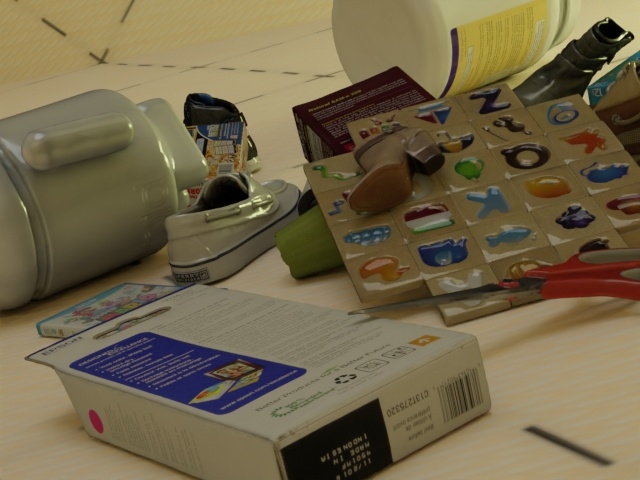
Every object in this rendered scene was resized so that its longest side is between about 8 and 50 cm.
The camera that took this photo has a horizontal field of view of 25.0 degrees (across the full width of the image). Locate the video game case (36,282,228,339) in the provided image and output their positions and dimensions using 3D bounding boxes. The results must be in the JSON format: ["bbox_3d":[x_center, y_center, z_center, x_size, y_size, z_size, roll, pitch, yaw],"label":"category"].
[{"bbox_3d":[-0.185,0.070,1.419,0.166,0.015,0.119,1,20,45],"label":"video game case"}]

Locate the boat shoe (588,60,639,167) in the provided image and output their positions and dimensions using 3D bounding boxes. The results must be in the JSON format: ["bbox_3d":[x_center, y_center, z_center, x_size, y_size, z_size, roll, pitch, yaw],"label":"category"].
[{"bbox_3d":[0.356,-0.134,1.483,0.123,0.119,0.324,-22,16,-31],"label":"boat shoe"}]

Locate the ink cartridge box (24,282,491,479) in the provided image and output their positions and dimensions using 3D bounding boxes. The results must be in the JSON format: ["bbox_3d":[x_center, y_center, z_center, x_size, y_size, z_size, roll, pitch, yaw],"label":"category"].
[{"bbox_3d":[-0.062,0.103,1.078,0.176,0.069,0.371,-24,20,-32],"label":"ink cartridge box"}]

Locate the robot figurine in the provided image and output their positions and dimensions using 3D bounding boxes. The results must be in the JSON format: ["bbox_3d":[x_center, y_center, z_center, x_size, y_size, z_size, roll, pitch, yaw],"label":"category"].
[{"bbox_3d":[-0.300,-0.046,1.595,0.353,0.199,0.300,-23,-20,-33],"label":"robot figurine"}]

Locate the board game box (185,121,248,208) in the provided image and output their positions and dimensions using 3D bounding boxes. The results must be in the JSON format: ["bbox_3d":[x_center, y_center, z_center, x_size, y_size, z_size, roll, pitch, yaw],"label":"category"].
[{"bbox_3d":[-0.194,-0.094,1.861,0.194,0.045,0.146,-4,33,4],"label":"board game box"}]

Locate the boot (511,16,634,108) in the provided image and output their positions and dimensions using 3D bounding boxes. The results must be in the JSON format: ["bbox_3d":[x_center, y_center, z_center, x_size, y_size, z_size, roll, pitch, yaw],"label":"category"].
[{"bbox_3d":[0.279,-0.192,1.696,0.161,0.083,0.246,-50,-7,30],"label":"boot"}]

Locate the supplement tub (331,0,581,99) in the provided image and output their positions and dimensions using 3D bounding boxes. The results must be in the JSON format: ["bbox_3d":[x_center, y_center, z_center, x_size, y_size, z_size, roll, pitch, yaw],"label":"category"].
[{"bbox_3d":[0.209,-0.347,2.195,0.331,0.241,0.241,-23,17,-34],"label":"supplement tub"}]

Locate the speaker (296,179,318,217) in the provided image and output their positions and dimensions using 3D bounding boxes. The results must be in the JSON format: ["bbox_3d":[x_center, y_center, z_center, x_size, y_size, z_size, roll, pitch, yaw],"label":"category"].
[{"bbox_3d":[0.006,-0.051,1.625,0.055,0.055,0.136,-12,14,7],"label":"speaker"}]

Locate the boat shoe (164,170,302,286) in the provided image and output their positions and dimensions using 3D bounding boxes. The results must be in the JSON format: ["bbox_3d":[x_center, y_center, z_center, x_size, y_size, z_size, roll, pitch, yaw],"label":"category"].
[{"bbox_3d":[-0.095,-0.033,1.581,0.096,0.088,0.267,-6,16,29],"label":"boat shoe"}]

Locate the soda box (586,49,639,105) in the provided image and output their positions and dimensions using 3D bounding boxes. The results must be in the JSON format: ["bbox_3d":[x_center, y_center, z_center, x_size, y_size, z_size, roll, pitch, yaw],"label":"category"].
[{"bbox_3d":[0.392,-0.181,1.738,0.071,0.067,0.210,-4,17,32],"label":"soda box"}]

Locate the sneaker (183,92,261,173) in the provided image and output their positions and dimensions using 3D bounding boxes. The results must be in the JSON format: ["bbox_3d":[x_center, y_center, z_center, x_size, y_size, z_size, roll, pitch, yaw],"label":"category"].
[{"bbox_3d":[-0.190,-0.146,2.037,0.217,0.121,0.079,-6,16,28],"label":"sneaker"}]

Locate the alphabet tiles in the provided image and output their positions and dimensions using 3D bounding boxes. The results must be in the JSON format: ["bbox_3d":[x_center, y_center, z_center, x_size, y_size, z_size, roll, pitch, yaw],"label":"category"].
[{"bbox_3d":[0.145,-0.045,1.322,0.285,0.011,0.342,-15,35,-6],"label":"alphabet tiles"}]

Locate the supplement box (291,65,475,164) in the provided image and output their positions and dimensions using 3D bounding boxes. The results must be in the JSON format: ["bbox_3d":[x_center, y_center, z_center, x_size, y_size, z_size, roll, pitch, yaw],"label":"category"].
[{"bbox_3d":[0.080,-0.082,1.464,0.130,0.073,0.239,-23,37,-13],"label":"supplement box"}]

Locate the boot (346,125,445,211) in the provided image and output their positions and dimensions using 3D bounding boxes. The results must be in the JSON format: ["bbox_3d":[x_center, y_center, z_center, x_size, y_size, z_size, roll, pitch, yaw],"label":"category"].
[{"bbox_3d":[0.056,-0.069,1.340,0.118,0.042,0.087,-25,31,-21],"label":"boot"}]

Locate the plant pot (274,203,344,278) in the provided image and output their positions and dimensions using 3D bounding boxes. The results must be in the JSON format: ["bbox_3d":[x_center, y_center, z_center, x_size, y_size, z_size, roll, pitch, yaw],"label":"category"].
[{"bbox_3d":[0.000,0.000,1.413,0.079,0.083,0.083,-26,13,5],"label":"plant pot"}]

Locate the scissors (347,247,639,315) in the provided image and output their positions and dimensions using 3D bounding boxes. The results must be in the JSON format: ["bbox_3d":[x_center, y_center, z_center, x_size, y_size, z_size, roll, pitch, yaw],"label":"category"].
[{"bbox_3d":[0.158,0.035,1.118,0.297,0.021,0.109,-4,18,-9],"label":"scissors"}]
